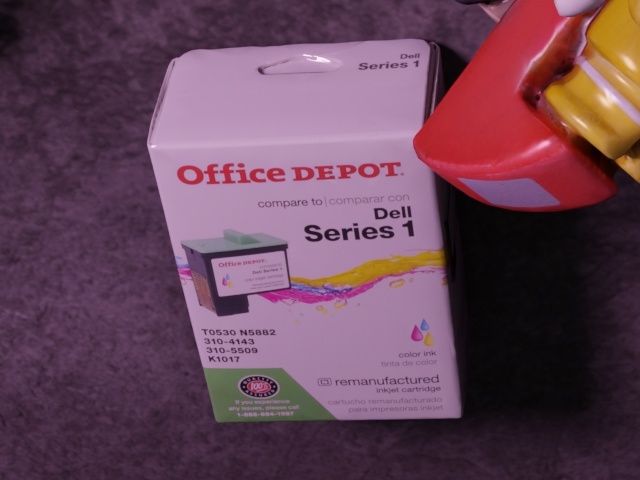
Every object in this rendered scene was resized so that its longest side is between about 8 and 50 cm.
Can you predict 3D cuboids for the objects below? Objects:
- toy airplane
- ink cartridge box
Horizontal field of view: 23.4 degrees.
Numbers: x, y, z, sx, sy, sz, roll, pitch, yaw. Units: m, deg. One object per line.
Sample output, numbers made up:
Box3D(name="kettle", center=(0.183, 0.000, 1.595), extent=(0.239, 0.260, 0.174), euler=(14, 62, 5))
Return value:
Box3D(name="toy airplane", center=(0.272, -0.142, 0.896), extent=(0.386, 0.272, 0.384), euler=(-2, 143, -13))
Box3D(name="ink cartridge box", center=(0.000, 0.000, 1.158), extent=(0.201, 0.117, 0.278), euler=(-2, 129, 10))
